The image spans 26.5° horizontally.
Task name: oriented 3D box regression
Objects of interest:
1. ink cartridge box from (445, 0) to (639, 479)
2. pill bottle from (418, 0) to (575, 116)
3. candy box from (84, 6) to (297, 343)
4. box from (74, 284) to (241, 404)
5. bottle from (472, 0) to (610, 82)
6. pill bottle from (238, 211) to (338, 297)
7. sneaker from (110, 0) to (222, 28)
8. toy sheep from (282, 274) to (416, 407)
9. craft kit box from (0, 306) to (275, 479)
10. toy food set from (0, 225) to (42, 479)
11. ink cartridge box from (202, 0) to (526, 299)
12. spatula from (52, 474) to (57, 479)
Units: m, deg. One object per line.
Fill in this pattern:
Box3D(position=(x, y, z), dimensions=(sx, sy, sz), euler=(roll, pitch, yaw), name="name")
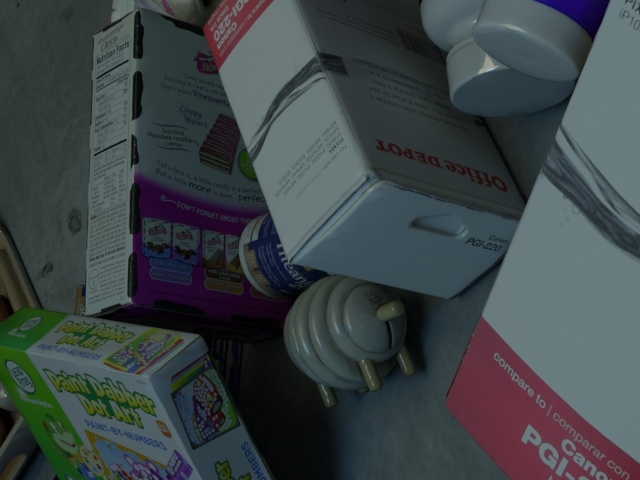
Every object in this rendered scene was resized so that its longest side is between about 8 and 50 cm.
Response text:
Box3D(position=(0.196, -0.020, 0.593), dimensions=(0.117, 0.207, 0.283), euler=(46, 138, 30), name="ink cartridge box")
Box3D(position=(0.115, -0.184, 0.884), dimensions=(0.108, 0.108, 0.193), euler=(-23, 64, 45), name="pill bottle")
Box3D(position=(-0.098, -0.046, 1.064), dimensions=(0.071, 0.159, 0.233), euler=(-17, 68, 46), name="candy box")
Box3D(position=(-0.150, 0.102, 1.186), dimensions=(0.225, 0.036, 0.136), euler=(-6, 76, 48), name="box")
Box3D(position=(0.174, -0.229, 0.787), dimensions=(0.118, 0.092, 0.283), euler=(14, 75, 56), name="bottle")
Box3D(position=(0.000, 0.000, 1.006), dimensions=(0.120, 0.067, 0.067), euler=(-19, 67, 46), name="pill bottle")
Box3D(position=(-0.115, -0.281, 1.199), dimensions=(0.111, 0.103, 0.252), euler=(-9, 80, 44), name="sneaker")
Box3D(position=(0.021, 0.065, 0.954), dimensions=(0.132, 0.091, 0.091), euler=(-28, 60, 49), name="toy sheep")
Box3D(position=(-0.123, 0.170, 1.008), dimensions=(0.250, 0.061, 0.247), euler=(3, 122, 50), name="craft kit box")
Box3D(position=(-0.374, 0.138, 1.397), dimensions=(0.220, 0.092, 0.306), euler=(-56, 44, 24), name="toy food set")
Box3D(position=(0.029, -0.078, 0.919), dimensions=(0.092, 0.158, 0.218), euler=(-47, 48, 30), name="ink cartridge box")
Box3D(position=(-0.233, 0.276, 1.166), dimensions=(0.084, 0.030, 0.296), euler=(-64, 21, 7), name="spatula")
